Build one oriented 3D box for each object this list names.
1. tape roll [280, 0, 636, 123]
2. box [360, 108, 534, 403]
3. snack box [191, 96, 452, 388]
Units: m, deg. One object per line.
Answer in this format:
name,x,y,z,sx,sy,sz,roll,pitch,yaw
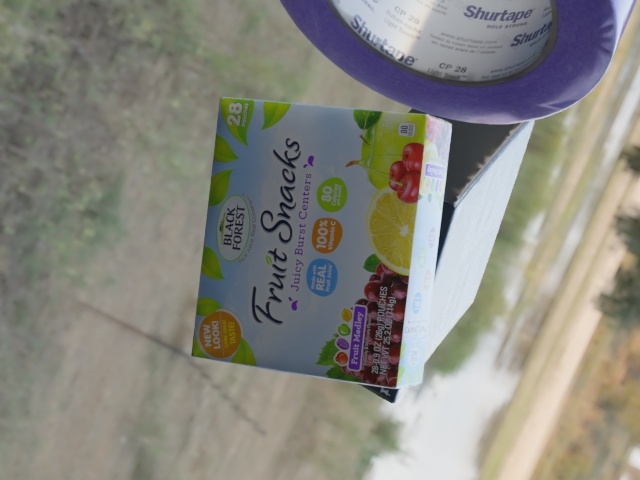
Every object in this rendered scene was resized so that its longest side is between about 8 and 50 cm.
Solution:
tape roll,0.071,-0.151,0.834,0.189,0.189,0.080,95,19,-58
box,0.097,-0.003,1.556,0.184,0.103,0.261,-50,161,-45
snack box,0.000,0.000,1.264,0.070,0.175,0.207,7,91,-68
